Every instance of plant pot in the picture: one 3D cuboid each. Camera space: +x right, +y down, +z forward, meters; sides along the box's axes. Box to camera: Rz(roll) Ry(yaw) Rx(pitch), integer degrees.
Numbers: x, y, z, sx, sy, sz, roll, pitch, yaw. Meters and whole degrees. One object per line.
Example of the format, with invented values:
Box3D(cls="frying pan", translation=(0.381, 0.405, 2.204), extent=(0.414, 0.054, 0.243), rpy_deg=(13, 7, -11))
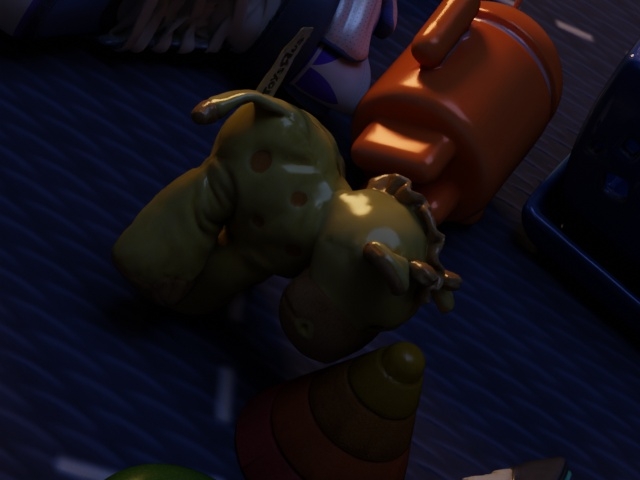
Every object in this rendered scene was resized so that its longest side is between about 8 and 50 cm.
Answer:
Box3D(cls="plant pot", translation=(0.315, -0.045, 1.328), extent=(0.236, 0.212, 0.236), rpy_deg=(41, 38, 6))

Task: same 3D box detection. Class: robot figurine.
Box3D(cls="robot figurine", translation=(0.107, -0.100, 1.282), extent=(0.158, 0.128, 0.219), rpy_deg=(49, 52, -12))

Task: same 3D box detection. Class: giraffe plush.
Box3D(cls="giraffe plush", translation=(0.000, 0.000, 1.039), extent=(0.170, 0.210, 0.181), rpy_deg=(42, 36, 17))

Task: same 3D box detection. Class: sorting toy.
Box3D(cls="sorting toy", translation=(-0.044, 0.143, 0.938), extent=(0.127, 0.126, 0.365), rpy_deg=(47, 39, 13))

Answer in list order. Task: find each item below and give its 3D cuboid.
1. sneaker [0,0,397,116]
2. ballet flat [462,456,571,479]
Box3D(cls="sneaker", translation=(-0.067, -0.174, 1.245), extent=(0.236, 0.130, 0.323), rpy_deg=(46, 45, 3))
Box3D(cls="ballet flat", translation=(0.104, 0.191, 1.047), extent=(0.074, 0.074, 0.203), rpy_deg=(36, 41, -1))
